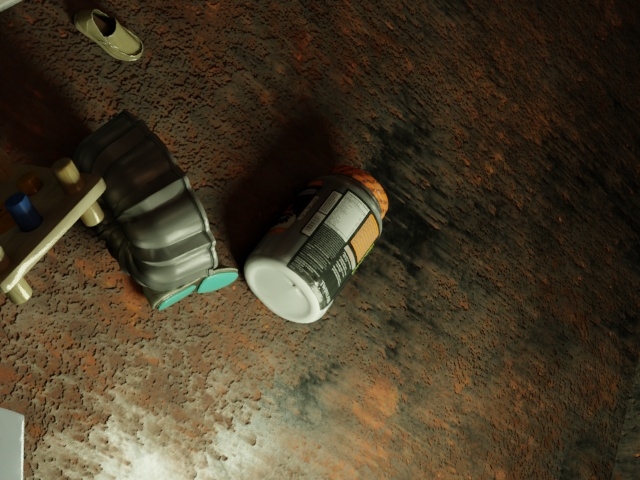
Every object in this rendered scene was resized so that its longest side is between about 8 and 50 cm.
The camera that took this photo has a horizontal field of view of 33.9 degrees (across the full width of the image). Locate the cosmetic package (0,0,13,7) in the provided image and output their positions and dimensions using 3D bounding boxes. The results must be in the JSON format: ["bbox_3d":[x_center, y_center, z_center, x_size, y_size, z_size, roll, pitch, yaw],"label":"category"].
[{"bbox_3d":[-0.601,-0.543,1.698,0.155,0.197,0.365,-43,114,-37],"label":"cosmetic package"}]

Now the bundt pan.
[{"bbox_3d":[-0.321,-0.053,1.822,0.124,0.331,0.331,-31,106,-21],"label":"bundt pan"}]

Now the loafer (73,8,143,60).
[{"bbox_3d":[-0.389,-0.383,1.962,0.148,0.050,0.056,25,69,-37],"label":"loafer"}]

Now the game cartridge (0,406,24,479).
[{"bbox_3d":[-0.616,0.352,1.669,0.294,0.060,0.196,6,84,-41],"label":"game cartridge"}]

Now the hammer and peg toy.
[{"bbox_3d":[-0.526,0.010,1.654,0.361,0.266,0.127,-54,137,-33],"label":"hammer and peg toy"}]

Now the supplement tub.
[{"bbox_3d":[0.000,0.000,2.165,0.193,0.193,0.316,54,53,-23],"label":"supplement tub"}]

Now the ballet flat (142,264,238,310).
[{"bbox_3d":[-0.250,0.072,2.022,0.213,0.072,0.068,-21,68,-44],"label":"ballet flat"}]
